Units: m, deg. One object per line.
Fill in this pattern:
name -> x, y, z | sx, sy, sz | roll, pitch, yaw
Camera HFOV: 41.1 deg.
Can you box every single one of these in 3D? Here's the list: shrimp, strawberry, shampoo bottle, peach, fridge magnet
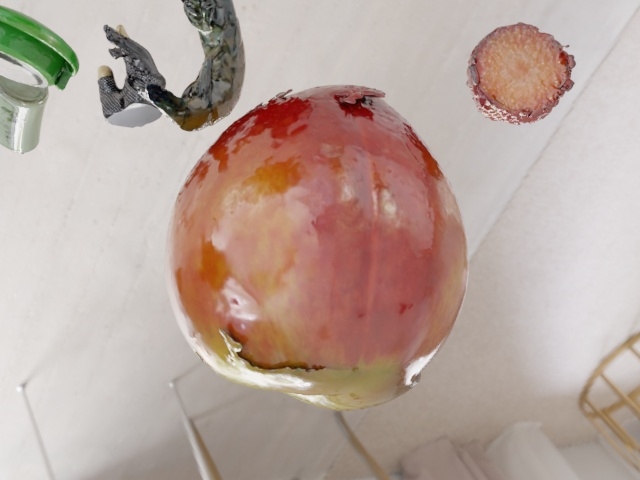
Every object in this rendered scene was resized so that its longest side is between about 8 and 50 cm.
shrimp -> -0.155, -0.247, 0.959 | 0.198, 0.051, 0.262 | -54, 139, -51
strawberry -> 0.270, -0.224, 1.165 | 0.145, 0.145, 0.086 | -34, 163, -5
shampoo bottle -> -0.588, -0.244, 1.642 | 0.087, 0.118, 0.234 | -49, 180, -34
peach -> 0.000, 0.000, 0.951 | 0.370, 0.370, 0.370 | -20, 138, -20
fridge magnet -> -0.492, -0.315, 1.376 | 0.208, 0.208, 0.088 | 34, 73, -49

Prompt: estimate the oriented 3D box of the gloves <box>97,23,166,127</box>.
gloves -> -0.328, -0.295, 1.487 | 0.106, 0.180, 0.129 | 3, 160, -23
